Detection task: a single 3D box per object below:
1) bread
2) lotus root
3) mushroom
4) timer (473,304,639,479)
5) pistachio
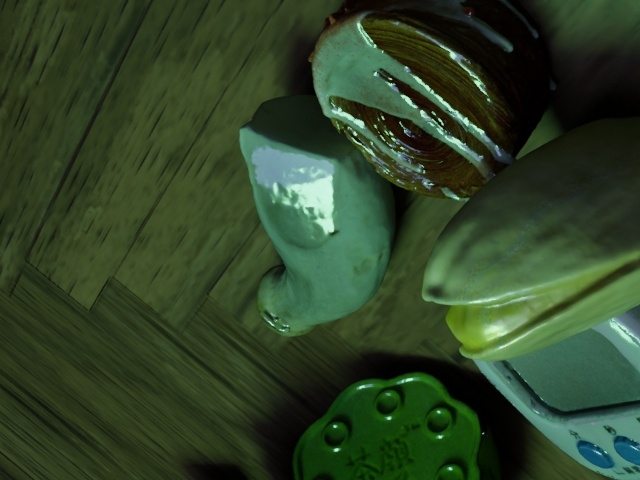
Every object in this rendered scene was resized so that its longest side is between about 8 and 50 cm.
[{"bbox_3d":[0.073,-0.106,1.050,0.160,0.073,0.160,25,146,19],"label":"bread"},{"bbox_3d":[0.088,0.223,1.337,0.186,0.186,0.186,24,142,20],"label":"lotus root"},{"bbox_3d":[0.000,0.000,1.209,0.118,0.103,0.270,26,148,18],"label":"mushroom"},{"bbox_3d":[0.206,0.091,1.134,0.191,0.069,0.208,45,156,-10],"label":"timer"},{"bbox_3d":[0.159,-0.004,0.986,0.117,0.201,0.145,67,162,-8],"label":"pistachio"}]
